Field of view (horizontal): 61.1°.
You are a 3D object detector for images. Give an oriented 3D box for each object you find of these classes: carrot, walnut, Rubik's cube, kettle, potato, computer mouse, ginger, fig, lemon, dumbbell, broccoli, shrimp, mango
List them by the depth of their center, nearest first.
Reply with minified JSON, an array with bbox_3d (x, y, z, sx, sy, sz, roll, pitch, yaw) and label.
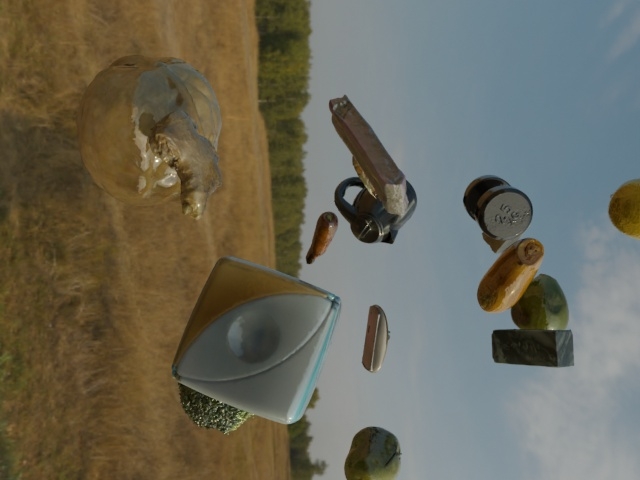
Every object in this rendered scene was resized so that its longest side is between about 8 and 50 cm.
[{"bbox_3d":[-0.257,-0.154,1.093,0.074,0.137,0.213,-25,-88,48],"label":"ginger"},{"bbox_3d":[-0.411,-0.259,1.316,0.381,0.381,0.381,178,-90,-86],"label":"walnut"},{"bbox_3d":[-0.151,0.262,1.452,0.351,0.347,0.352,82,29,-76],"label":"Rubik's cube"},{"bbox_3d":[0.000,0.000,1.454,0.248,0.059,0.059,114,-24,-57],"label":"carrot"},{"bbox_3d":[0.947,-0.089,1.581,0.203,0.178,0.178,35,-37,29],"label":"lemon"},{"bbox_3d":[0.156,0.642,1.595,0.144,0.169,0.248,68,22,-3],"label":"potato"},{"bbox_3d":[0.517,-0.102,1.601,0.218,0.152,0.153,-86,176,-72],"label":"dumbbell"},{"bbox_3d":[-0.329,0.509,1.772,0.260,0.288,0.235,40,66,-64],"label":"broccoli"},{"bbox_3d":[0.650,0.119,1.853,0.187,0.144,0.359,-45,163,-47],"label":"mango"},{"bbox_3d":[0.186,-0.239,1.887,0.217,0.115,0.051,60,-7,-23],"label":"shrimp"},{"bbox_3d":[0.201,0.356,1.965,0.126,0.056,0.245,-163,-102,-72],"label":"computer mouse"},{"bbox_3d":[0.805,0.247,1.996,0.207,0.207,0.230,-105,-170,-72],"label":"fig"},{"bbox_3d":[0.203,-0.135,2.199,0.228,0.321,0.324,-53,176,40],"label":"kettle"}]

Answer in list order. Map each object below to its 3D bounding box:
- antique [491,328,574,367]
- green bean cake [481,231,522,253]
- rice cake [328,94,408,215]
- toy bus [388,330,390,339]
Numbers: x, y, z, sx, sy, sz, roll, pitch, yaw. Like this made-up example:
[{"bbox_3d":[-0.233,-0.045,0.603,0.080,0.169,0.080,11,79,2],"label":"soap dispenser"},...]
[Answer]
[{"bbox_3d":[0.519,0.264,1.345,0.183,0.086,0.088,-10,-103,49],"label":"antique"},{"bbox_3d":[0.718,-0.044,2.104,0.109,0.085,0.179,63,-37,34],"label":"green bean cake"},{"bbox_3d":[0.095,-0.184,1.119,0.106,0.050,0.298,72,-7,-55],"label":"rice cake"},{"bbox_3d":[0.232,0.421,2.204,0.075,0.060,0.123,5,102,-52],"label":"toy bus"}]
